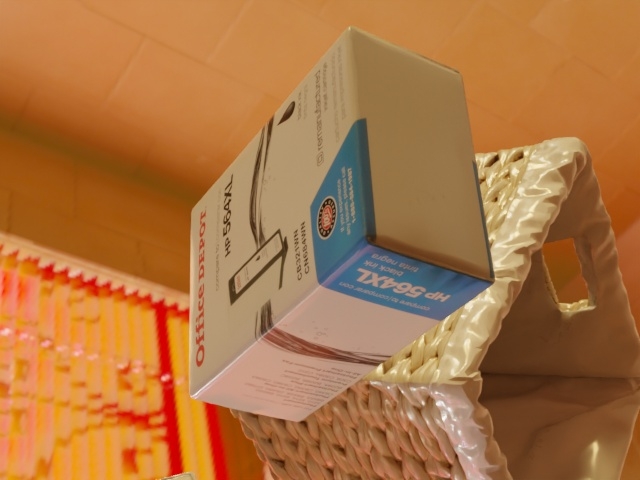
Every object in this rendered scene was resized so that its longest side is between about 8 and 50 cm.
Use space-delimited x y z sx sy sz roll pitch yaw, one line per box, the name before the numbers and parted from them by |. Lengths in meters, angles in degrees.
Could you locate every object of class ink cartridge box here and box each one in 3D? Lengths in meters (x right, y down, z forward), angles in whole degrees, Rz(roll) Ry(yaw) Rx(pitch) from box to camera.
ink cartridge box | 0.000 0.000 0.578 0.203 0.086 0.148 -43 -140 44

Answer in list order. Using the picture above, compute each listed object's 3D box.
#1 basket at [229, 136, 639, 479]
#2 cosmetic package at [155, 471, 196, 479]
basket | 0.126 0.123 0.926 0.267 0.328 0.331 0 -140 35
cosmetic package | -0.156 0.391 0.911 0.129 0.153 0.296 -151 -132 -74
